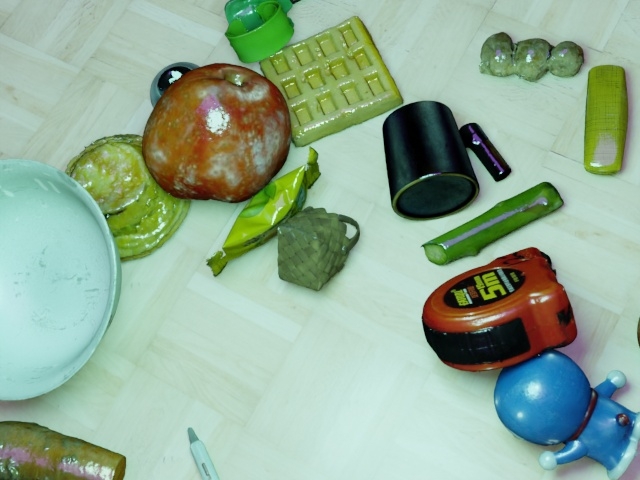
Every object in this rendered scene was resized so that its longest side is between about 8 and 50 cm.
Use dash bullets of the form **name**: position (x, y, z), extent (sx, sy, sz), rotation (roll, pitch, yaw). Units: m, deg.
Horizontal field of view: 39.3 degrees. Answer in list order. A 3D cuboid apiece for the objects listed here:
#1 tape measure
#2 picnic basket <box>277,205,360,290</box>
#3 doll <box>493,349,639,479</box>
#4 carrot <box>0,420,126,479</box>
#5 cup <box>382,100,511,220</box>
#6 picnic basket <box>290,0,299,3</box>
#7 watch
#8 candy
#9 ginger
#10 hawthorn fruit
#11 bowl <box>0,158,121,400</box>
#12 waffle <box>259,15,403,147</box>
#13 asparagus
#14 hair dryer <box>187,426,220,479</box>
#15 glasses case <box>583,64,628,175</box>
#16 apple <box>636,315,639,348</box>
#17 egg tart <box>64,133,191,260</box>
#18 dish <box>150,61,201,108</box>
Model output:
- **tape measure**: position (0.303, 0.122, 1.535), extent (0.261, 0.253, 0.114), rotation (-20, 106, 6)
- **picnic basket**: position (0.000, 0.000, 1.690), extent (0.128, 0.137, 0.178), rotation (15, 33, 21)
- **doll**: position (0.414, 0.283, 1.500), extent (0.257, 0.161, 0.215), rotation (33, 62, 3)
- **carrot**: position (-0.502, 0.397, 1.607), extent (0.302, 0.138, 0.138), rotation (8, 69, 4)
- **cup**: position (0.228, -0.146, 1.723), extent (0.166, 0.240, 0.176), rotation (-37, 51, 39)
- **picnic basket**: position (-0.022, -0.673, 1.966), extent (0.297, 0.129, 0.222), rotation (-31, 65, -5)
- **watch**: position (-0.119, -0.451, 1.863), extent (0.165, 0.131, 0.152), rotation (-30, 32, -2)
- **candy**: position (-0.101, -0.046, 1.694), extent (0.081, 0.187, 0.297), rotation (41, 82, 6)
- **ginger**: position (0.422, -0.367, 1.793), extent (0.204, 0.080, 0.104), rotation (10, 64, 15)
- **hawthorn fruit**: position (-0.193, -0.203, 1.719), extent (0.285, 0.284, 0.284), rotation (-3, 67, 8)
- **bowl**: position (-0.521, 0.071, 1.676), extent (0.435, 0.196, 0.434), rotation (-1, 88, 19)
- **waffle**: position (0.019, -0.330, 1.856), extent (0.248, 0.055, 0.221), rotation (-23, 66, -1)
- **asparagus**: position (0.323, -0.029, 1.680), extent (0.278, 0.060, 0.067), rotation (-29, 76, -2)
- **hair dryer**: position (-0.186, 0.402, 1.598), extent (0.155, 0.044, 0.183), rotation (-16, 63, 0)
- **glasses case**: position (0.549, -0.233, 1.724), extent (0.079, 0.064, 0.234), rotation (4, 69, 13)
- **apple**: position (0.633, 0.158, 1.495), extent (0.201, 0.162, 0.201), rotation (-4, 65, 8)
- **egg tart**: position (-0.405, -0.100, 1.795), extent (0.294, 0.123, 0.293), rotation (-3, 69, 7)
- **dish**: position (-0.304, -0.332, 1.899), extent (0.141, 0.078, 0.141), rotation (-3, 68, 8)
